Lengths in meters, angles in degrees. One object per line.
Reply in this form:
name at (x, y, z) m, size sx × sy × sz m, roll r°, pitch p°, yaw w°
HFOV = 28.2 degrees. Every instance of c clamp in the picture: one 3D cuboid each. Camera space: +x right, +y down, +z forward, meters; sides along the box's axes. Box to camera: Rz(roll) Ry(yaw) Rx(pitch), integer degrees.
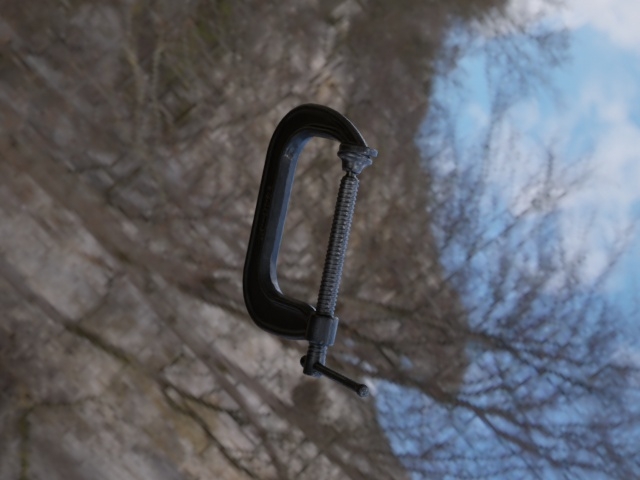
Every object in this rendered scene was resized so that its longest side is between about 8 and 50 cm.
c clamp at (0.000, 0.000, 0.736) m, size 0.137 × 0.022 × 0.160 m, roll 7°, pitch -91°, yaw 55°
